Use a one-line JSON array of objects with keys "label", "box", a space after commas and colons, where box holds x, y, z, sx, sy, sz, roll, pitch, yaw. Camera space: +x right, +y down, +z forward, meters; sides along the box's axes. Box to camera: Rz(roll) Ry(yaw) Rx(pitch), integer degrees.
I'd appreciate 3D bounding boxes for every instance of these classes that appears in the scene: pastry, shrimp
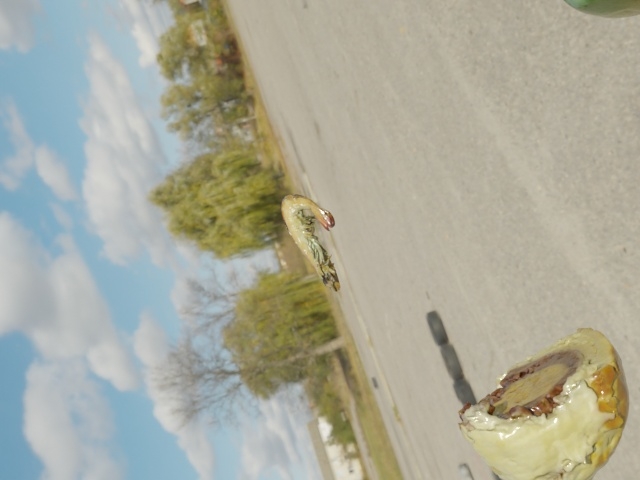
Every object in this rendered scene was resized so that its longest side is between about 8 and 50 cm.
[{"label": "pastry", "box": [0.329, 0.250, 0.933, 0.170, 0.237, 0.256, 59, -172, 7]}, {"label": "shrimp", "box": [0.001, -0.001, 1.059, 0.178, 0.034, 0.124, 59, 148, -1]}]

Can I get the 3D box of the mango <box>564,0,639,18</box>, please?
[{"label": "mango", "box": [0.370, -0.319, 0.783, 0.130, 0.195, 0.091, 114, 135, -74]}]
